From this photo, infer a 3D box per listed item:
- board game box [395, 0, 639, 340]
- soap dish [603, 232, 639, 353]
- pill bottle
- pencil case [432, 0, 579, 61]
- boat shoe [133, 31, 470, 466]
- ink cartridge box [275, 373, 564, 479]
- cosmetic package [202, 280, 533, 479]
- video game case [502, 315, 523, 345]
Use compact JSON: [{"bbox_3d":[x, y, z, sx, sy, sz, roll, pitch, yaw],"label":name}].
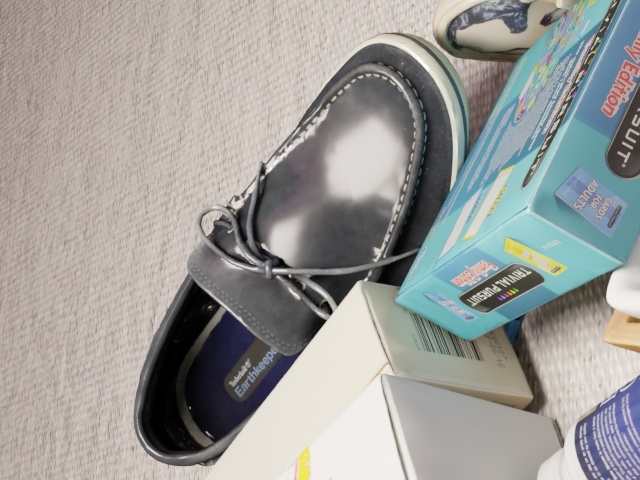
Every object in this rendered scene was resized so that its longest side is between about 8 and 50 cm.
[{"bbox_3d":[0.186,-0.071,1.160,0.254,0.079,0.336,-62,5,-16],"label":"board game box"},{"bbox_3d":[0.336,-0.009,0.934,0.291,0.118,0.229,2,58,59],"label":"soap dish"},{"bbox_3d":[0.243,0.156,1.134,0.169,0.094,0.094,-44,43,38],"label":"pill bottle"},{"bbox_3d":[0.185,-0.356,1.397,0.183,0.160,0.410,135,140,-60],"label":"pencil case"},{"bbox_3d":[-0.026,0.031,1.402,0.187,0.156,0.500,44,120,19],"label":"boat shoe"},{"bbox_3d":[0.070,0.280,1.248,0.270,0.198,0.197,-49,39,33],"label":"ink cartridge box"},{"bbox_3d":[0.032,0.185,1.372,0.309,0.160,0.113,-55,38,34],"label":"cosmetic package"},{"bbox_3d":[0.159,0.020,1.400,0.119,0.015,0.166,25,97,58],"label":"video game case"}]
